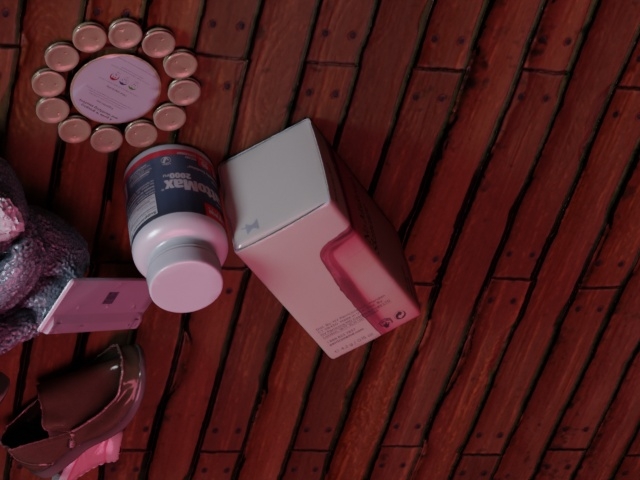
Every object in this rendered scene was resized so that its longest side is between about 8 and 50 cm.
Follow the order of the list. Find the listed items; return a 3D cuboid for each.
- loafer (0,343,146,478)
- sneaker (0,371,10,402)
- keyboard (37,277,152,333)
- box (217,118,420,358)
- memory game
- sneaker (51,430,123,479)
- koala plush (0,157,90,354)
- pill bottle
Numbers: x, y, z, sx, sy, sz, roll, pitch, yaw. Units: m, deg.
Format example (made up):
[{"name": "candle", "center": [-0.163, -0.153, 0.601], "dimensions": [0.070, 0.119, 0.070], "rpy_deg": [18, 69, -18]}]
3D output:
[{"name": "loafer", "center": [-0.309, 0.211, 2.259], "dimensions": [0.087, 0.094, 0.251], "rpy_deg": [24, 125, -37]}, {"name": "sneaker", "center": [-0.545, 0.202, 2.194], "dimensions": [0.330, 0.122, 0.146], "rpy_deg": [-32, 114, 17]}, {"name": "keyboard", "center": [-0.247, 0.073, 2.075], "dimensions": [0.072, 0.014, 0.256], "rpy_deg": [-61, 164, 8]}, {"name": "box", "center": [0.000, 0.000, 2.086], "dimensions": [0.127, 0.148, 0.232], "rpy_deg": [-27, 135, 13]}, {"name": "memory game", "center": [-0.220, -0.167, 1.963], "dimensions": [0.186, 0.012, 0.186], "rpy_deg": [-7, 136, -7]}, {"name": "sneaker", "center": [-0.300, 0.284, 2.364], "dimensions": [0.070, 0.051, 0.134], "rpy_deg": [18, 124, -22]}, {"name": "koala plush", "center": [-0.364, -0.015, 1.967], "dimensions": [0.203, 0.196, 0.221], "rpy_deg": [-24, 137, -15]}, {"name": "pill bottle", "center": [-0.158, -0.011, 2.012], "dimensions": [0.108, 0.180, 0.108], "rpy_deg": [-7, 136, -7]}]
